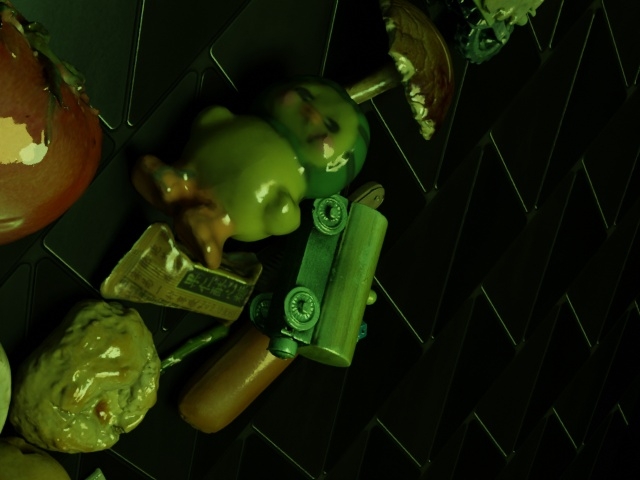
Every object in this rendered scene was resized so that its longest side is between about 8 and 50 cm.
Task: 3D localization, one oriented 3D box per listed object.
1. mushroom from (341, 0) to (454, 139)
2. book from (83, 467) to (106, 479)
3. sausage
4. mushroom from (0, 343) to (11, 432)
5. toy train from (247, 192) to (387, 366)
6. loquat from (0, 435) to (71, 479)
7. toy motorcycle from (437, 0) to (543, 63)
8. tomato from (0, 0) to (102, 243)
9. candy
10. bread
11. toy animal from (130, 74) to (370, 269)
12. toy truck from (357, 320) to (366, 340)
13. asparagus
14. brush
[{"bbox_3d":[0.074,-0.243,1.966,0.301,0.208,0.233,-24,94,-24],"label":"mushroom"},{"bbox_3d":[-0.445,0.528,2.065,0.310,0.021,0.217,-40,142,-23],"label":"book"},{"bbox_3d":[-0.121,0.202,2.102,0.274,0.105,0.105,-46,145,2],"label":"sausage"},{"bbox_3d":[-0.496,0.212,1.615,0.255,0.184,0.255,-38,137,-46],"label":"mushroom"},{"bbox_3d":[0.000,0.056,2.039,0.189,0.126,0.307,30,66,-37],"label":"toy train"},{"bbox_3d":[-0.454,0.390,1.796,0.238,0.193,0.238,-21,119,-43],"label":"loquat"},{"bbox_3d":[0.264,-0.452,2.022,0.237,0.169,0.410,-46,150,-5],"label":"toy motorcycle"},{"bbox_3d":[-0.392,-0.127,1.347,0.273,0.341,0.341,-41,145,2],"label":"tomato"},{"bbox_3d":[-0.201,0.049,1.915,0.271,0.101,0.143,18,108,-48],"label":"candy"},{"bbox_3d":[-0.329,0.205,1.848,0.244,0.134,0.244,-33,142,-30],"label":"bread"},{"bbox_3d":[-0.085,-0.104,1.845,0.338,0.216,0.191,-34,166,-19],"label":"toy animal"},{"bbox_3d":[0.002,0.114,2.143,0.081,0.175,0.067,-24,135,-29],"label":"toy truck"},{"bbox_3d":[-0.223,0.184,2.052,0.236,0.027,0.034,-32,128,-31],"label":"asparagus"},{"bbox_3d":[0.000,0.000,2.147,0.327,0.065,0.070,-36,138,-29],"label":"brush"}]
